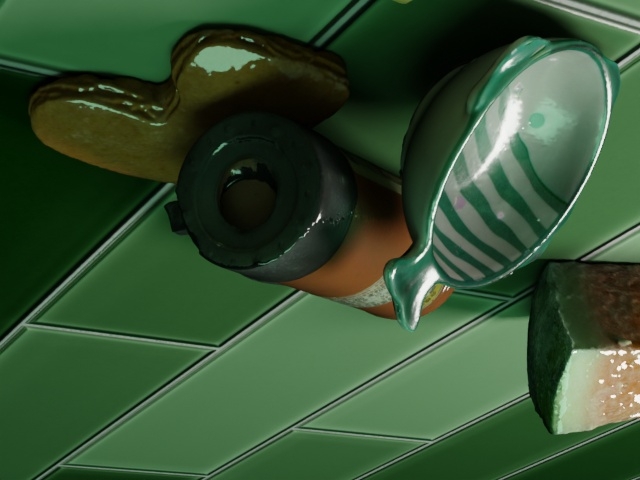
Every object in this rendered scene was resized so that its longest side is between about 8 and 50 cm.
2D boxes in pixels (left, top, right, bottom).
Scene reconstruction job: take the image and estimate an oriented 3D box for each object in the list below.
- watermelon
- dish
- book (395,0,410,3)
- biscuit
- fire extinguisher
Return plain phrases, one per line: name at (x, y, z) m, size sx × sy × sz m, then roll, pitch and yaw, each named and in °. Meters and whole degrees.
watermelon at (0.331, 0.094, 1.407) m, size 0.256 × 0.193 × 0.140 m, roll 1°, pitch 124°, yaw -6°
dish at (0.109, -0.056, 1.021) m, size 0.246 × 0.078 × 0.224 m, roll -45°, pitch 147°, yaw -17°
book at (-0.022, -0.230, 0.741) m, size 0.352 × 0.035 × 0.239 m, roll 12°, pitch 151°, yaw -34°
biscuit at (-0.097, -0.095, 1.022) m, size 0.186 × 0.036 × 0.192 m, roll 16°, pitch 147°, yaw -37°
fire extinguisher at (0.004, -0.010, 1.134) m, size 0.200 × 0.113 × 0.376 m, roll 14°, pitch 177°, yaw 29°
